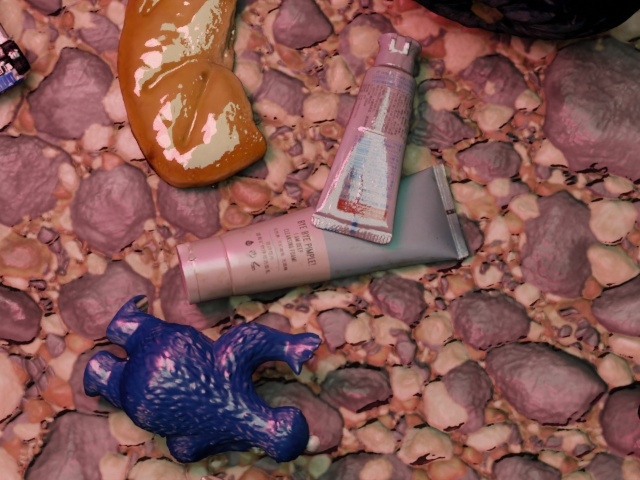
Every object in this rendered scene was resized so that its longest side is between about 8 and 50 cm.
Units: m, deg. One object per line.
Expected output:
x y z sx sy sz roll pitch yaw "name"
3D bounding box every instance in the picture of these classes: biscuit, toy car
-0.153 -0.204 1.832 0.154 0.045 0.299 -10 78 2 "biscuit"
-0.396 -0.236 1.834 0.080 0.070 0.170 -31 81 -4 "toy car"

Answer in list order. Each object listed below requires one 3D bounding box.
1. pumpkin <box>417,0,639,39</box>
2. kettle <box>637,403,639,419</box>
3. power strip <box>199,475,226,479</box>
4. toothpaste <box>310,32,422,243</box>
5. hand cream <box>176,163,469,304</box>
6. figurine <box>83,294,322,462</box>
0.199 -0.353 1.686 0.363 0.363 0.266 18 94 6 "pumpkin"
0.478 0.203 1.648 0.271 0.207 0.251 38 76 1 "kettle"
-0.029 0.327 1.716 0.272 0.052 0.078 23 81 8 "power strip"
0.060 -0.114 1.783 0.089 0.057 0.234 14 71 2 "toothpaste"
0.000 0.000 1.784 0.312 0.070 0.111 -12 77 -8 "hand cream"
-0.125 0.161 1.711 0.262 0.121 0.164 12 100 14 "figurine"
